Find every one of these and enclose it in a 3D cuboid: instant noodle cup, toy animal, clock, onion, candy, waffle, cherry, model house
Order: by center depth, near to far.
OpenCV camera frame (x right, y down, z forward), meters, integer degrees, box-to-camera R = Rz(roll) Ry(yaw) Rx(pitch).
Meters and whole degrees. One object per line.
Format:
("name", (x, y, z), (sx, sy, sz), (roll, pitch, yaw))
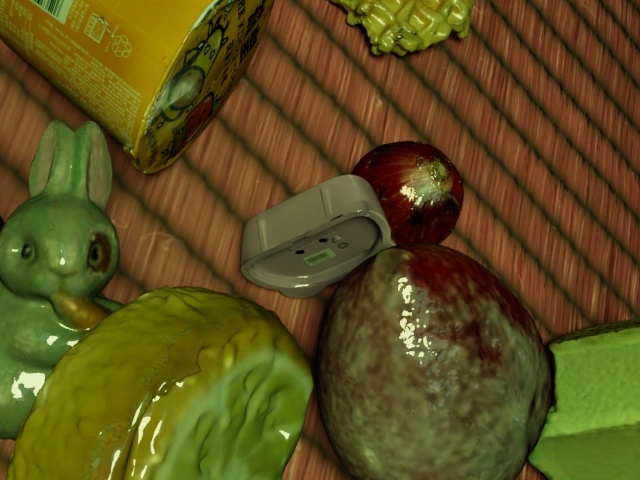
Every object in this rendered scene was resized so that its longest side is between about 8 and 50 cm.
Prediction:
("candy", (-0.108, 0.164, 0.441), (0.260, 0.118, 0.259), (-28, 123, -55))
("toy animal", (-0.212, 0.031, 0.443), (0.127, 0.125, 0.251), (-5, 107, -52))
("instant noodle cup", (-0.165, -0.193, 0.510), (0.172, 0.216, 0.215), (35, 68, -3))
("cherry", (0.102, 0.125, 0.541), (0.230, 0.203, 0.300), (-34, 119, -21))
("clock", (0.000, 0.000, 0.575), (0.110, 0.153, 0.050), (42, 31, -49))
("onion", (0.097, -0.050, 0.632), (0.131, 0.131, 0.131), (5, 78, -22))
("model house", (0.369, 0.207, 0.685), (0.214, 0.195, 0.189), (47, 41, -23))
("waffle", (0.068, -0.365, 0.715), (0.301, 0.058, 0.281), (13, 74, -18))

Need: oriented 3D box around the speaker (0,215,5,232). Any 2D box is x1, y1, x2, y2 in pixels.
("speaker", (-0.335, -0.047, 0.385), (0.153, 0.231, 0.192), (-35, 94, -25))
